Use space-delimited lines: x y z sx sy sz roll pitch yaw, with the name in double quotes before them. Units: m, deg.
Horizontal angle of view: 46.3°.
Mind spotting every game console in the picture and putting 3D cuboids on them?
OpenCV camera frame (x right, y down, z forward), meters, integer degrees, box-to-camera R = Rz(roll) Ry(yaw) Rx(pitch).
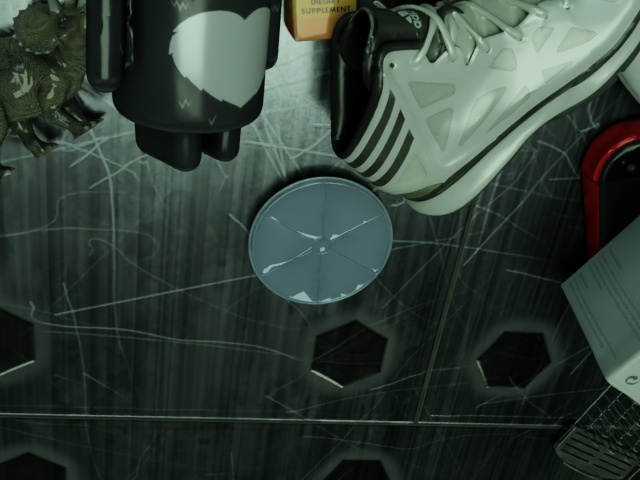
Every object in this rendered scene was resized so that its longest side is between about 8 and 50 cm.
"game console" 0.578 -0.037 1.072 0.386 0.060 0.342 -11 122 6

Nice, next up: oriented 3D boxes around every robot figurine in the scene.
"robot figurine" -0.139 -0.220 0.811 0.173 0.209 0.278 7 116 1

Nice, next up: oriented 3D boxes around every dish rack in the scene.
"dish rack" 0.540 0.315 1.270 0.208 0.074 0.272 27 112 -20

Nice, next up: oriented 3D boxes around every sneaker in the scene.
"sneaker" 0.182 -0.227 0.818 0.257 0.169 0.447 19 119 -45

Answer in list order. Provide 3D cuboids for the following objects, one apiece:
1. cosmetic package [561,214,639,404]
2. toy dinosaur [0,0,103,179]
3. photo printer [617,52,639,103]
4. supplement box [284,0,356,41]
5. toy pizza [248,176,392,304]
"cosmetic package" 0.520 0.027 0.953 0.156 0.217 0.385 34 117 -20
"toy dinosaur" -0.355 -0.171 0.861 0.313 0.121 0.160 -25 107 11
"photo printer" 0.500 -0.279 0.890 0.307 0.107 0.256 -42 99 14
"supplement box" -0.003 -0.344 0.822 0.078 0.080 0.234 -6 117 -7
"toy pizza" 0.000 0.000 1.038 0.201 0.032 0.201 -4 120 -7
